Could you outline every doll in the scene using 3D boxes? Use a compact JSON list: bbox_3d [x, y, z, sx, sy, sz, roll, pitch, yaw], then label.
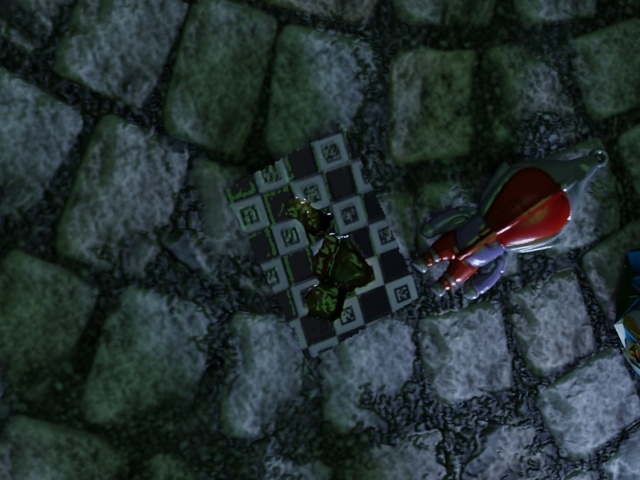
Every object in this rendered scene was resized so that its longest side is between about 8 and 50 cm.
[{"bbox_3d":[0.200,-0.025,0.886,0.227,0.075,0.102,-37,95,0],"label":"doll"}]

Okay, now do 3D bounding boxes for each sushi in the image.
[{"bbox_3d":[0.000,0.000,0.854,0.139,0.031,0.201,-28,106,-12],"label":"sushi"}]

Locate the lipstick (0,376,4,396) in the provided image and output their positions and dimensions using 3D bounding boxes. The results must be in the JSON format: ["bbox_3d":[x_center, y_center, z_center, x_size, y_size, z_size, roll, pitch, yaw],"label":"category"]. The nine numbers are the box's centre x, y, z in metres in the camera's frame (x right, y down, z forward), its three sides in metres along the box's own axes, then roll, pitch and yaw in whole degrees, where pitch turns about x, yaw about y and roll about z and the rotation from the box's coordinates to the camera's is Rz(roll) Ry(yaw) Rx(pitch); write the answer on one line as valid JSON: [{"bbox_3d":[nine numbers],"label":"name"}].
[{"bbox_3d":[-0.338,0.022,0.732,0.078,0.077,0.253,-15,101,-14],"label":"lipstick"}]

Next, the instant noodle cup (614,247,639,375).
[{"bbox_3d":[0.442,0.096,0.916,0.240,0.178,0.240,-2,96,-16],"label":"instant noodle cup"}]
